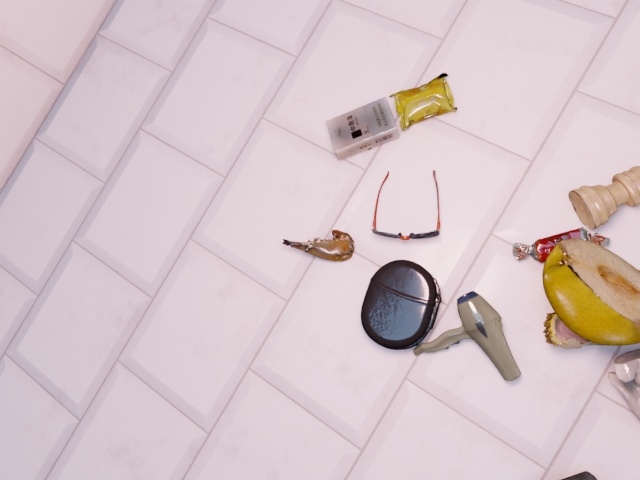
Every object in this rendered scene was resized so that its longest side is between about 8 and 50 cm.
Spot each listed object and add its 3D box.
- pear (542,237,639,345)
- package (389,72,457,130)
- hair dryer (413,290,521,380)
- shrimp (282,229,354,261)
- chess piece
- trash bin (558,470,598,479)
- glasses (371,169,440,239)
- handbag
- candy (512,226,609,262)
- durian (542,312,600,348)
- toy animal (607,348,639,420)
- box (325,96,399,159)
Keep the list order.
[{"bbox_3d":[0.810,0.173,1.470,0.387,0.340,0.191,26,127,-6],"label":"pear"},{"bbox_3d":[0.371,-0.501,1.812,0.227,0.090,0.168,-16,73,10],"label":"package"},{"bbox_3d":[0.500,0.355,1.626,0.296,0.119,0.298,42,109,15],"label":"hair dryer"},{"bbox_3d":[-0.004,0.008,1.842,0.262,0.066,0.117,15,69,4],"label":"shrimp"},{"bbox_3d":[0.961,-0.157,1.565,0.308,0.138,0.124,-24,107,8],"label":"chess piece"},{"bbox_3d":[0.738,0.755,1.438,0.161,0.175,0.175,-27,73,0],"label":"trash bin"},{"bbox_3d":[0.299,-0.130,1.750,0.234,0.118,0.268,0,80,18],"label":"glasses"},{"bbox_3d":[0.268,0.217,1.697,0.254,0.093,0.307,17,85,24],"label":"handbag"},{"bbox_3d":[0.771,0.017,1.614,0.293,0.059,0.086,-14,77,14],"label":"candy"},{"bbox_3d":[0.785,0.291,1.554,0.225,0.078,0.140,15,54,-3],"label":"durian"},{"bbox_3d":[0.988,0.433,1.413,0.272,0.206,0.264,-24,82,27],"label":"toy animal"},{"bbox_3d":[0.154,-0.414,1.857,0.243,0.067,0.155,-19,62,12],"label":"box"}]
